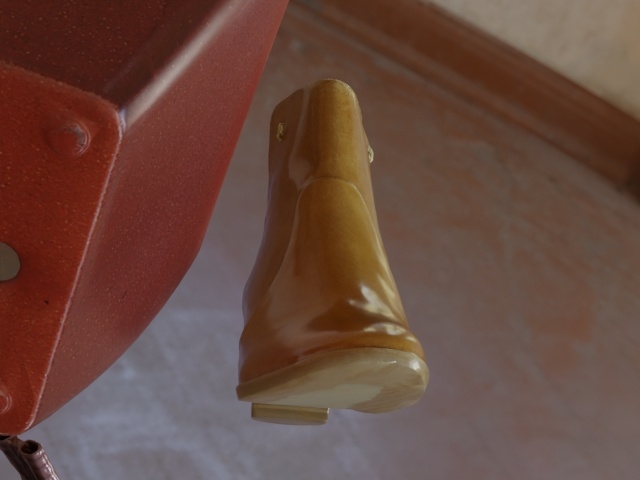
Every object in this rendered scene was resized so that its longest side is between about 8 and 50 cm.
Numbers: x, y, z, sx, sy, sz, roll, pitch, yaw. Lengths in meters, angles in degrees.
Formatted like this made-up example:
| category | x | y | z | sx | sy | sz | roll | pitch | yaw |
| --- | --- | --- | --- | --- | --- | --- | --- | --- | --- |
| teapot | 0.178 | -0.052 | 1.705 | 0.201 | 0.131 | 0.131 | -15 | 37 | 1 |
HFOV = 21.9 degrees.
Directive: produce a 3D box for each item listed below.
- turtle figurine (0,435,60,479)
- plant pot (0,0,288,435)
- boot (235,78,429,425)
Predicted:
| category | x | y | z | sx | sy | sz | roll | pitch | yaw |
| --- | --- | --- | --- | --- | --- | --- | --- | --- | --- |
| turtle figurine | -0.241 | 0.289 | 1.152 | 0.197 | 0.266 | 0.275 | -15 | 66 | 1 |
| plant pot | -0.170 | -0.071 | 0.759 | 0.267 | 0.267 | 0.236 | 20 | 32 | -4 |
| boot | 0.001 | 0.000 | 1.018 | 0.104 | 0.211 | 0.295 | 5 | -10 | -10 |
